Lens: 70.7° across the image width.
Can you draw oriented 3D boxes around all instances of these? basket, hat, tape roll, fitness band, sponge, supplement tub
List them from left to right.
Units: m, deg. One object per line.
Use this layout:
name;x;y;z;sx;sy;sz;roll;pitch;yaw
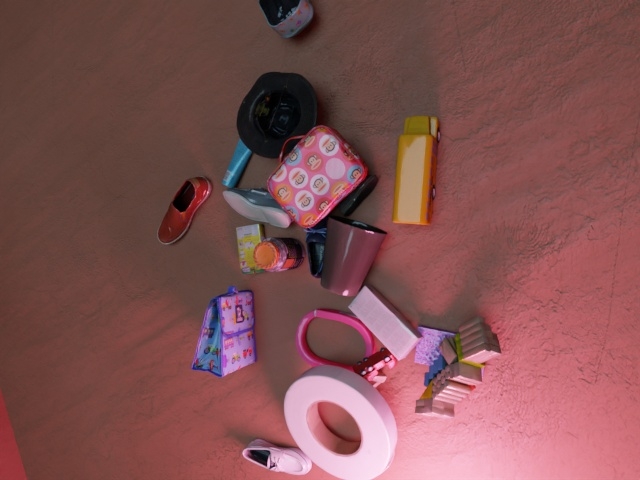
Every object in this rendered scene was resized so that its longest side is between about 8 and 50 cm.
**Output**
supplement tub;-0.143;0.047;1.553;0.117;0.190;0.117;0;89;24
hat;-0.128;-0.422;1.582;0.331;0.134;0.331;-4;82;29
fitness band;0.047;0.346;1.541;0.290;0.054;0.209;9;94;25
tape roll;0.059;0.593;1.465;0.392;0.072;0.392;10;112;27
basket;0.091;0.054;1.474;0.204;0.154;0.227;18;101;19
sponge;0.398;0.340;1.393;0.210;0.031;0.117;8;93;24

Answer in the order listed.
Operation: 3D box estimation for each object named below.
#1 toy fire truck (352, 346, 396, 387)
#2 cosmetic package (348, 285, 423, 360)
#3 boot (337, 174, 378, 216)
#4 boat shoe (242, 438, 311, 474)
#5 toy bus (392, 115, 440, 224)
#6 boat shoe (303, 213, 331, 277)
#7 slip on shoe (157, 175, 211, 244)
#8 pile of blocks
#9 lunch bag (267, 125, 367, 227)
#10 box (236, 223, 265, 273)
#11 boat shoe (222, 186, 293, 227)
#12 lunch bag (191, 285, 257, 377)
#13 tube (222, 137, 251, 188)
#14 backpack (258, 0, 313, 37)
toy fire truck;0.172;0.436;1.465;0.192;0.135;0.047;-31;34;3
cosmetic package;0.207;0.260;1.449;0.239;0.060;0.099;46;108;26
boot;0.068;-0.208;1.531;0.189;0.076;0.208;-46;66;15
boat shoe;-0.160;0.789;1.618;0.258;0.084;0.095;1;90;25
toy bus;0.293;-0.216;1.387;0.108;0.130;0.333;5;92;24
boat shoe;0.000;0.000;1.543;0.109;0.089;0.258;-10;86;24
slip on shoe;-0.561;-0.120;1.794;0.123;0.101;0.331;46;109;16
pile of blocks;0.410;0.383;1.328;0.112;0.149;0.362;21;115;-19
lunch bag;-0.025;-0.215;1.438;0.293;0.120;0.258;-42;89;18
box;-0.254;0.033;1.686;0.105;0.043;0.179;-8;84;24
boat shoe;-0.219;-0.138;1.657;0.319;0.116;0.099;20;58;29
lunch bag;-0.330;0.307;1.621;0.138;0.221;0.293;6;93;24
tube;-0.309;-0.299;1.710;0.080;0.052;0.207;27;97;13
backpack;-0.109;-0.796;1.558;0.166;0.144;0.188;-31;55;20
